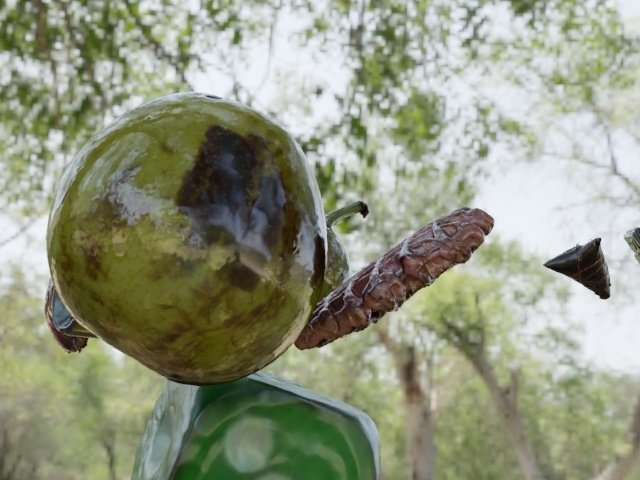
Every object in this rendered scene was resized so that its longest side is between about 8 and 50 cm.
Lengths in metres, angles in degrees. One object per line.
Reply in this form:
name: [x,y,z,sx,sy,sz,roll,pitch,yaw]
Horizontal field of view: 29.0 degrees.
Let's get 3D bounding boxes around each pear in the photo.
pear: [-0.119,-0.004,1.188,0.283,0.284,0.283,4,-11,1]

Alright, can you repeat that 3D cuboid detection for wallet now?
wallet: [0.492,0.022,1.875,0.026,0.088,0.129,-35,-6,5]

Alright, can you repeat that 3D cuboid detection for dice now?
dice: [-0.104,0.342,1.823,0.300,0.297,0.287,21,-2,-18]

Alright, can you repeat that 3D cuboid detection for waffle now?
waffle: [0.077,0.037,1.307,0.234,0.055,0.221,-32,0,-32]

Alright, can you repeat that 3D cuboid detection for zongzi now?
zongzi: [0.318,0.022,1.465,0.083,0.067,0.073,17,-44,-29]

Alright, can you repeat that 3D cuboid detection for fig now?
fig: [0.000,0.000,1.823,0.151,0.259,0.151,19,-37,15]

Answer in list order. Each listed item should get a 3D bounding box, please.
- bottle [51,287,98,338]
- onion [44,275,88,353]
bottle: [-0.169,0.086,1.457,0.286,0.082,0.082,10,-13,-36]
onion: [-0.254,0.021,1.633,0.227,0.120,0.283,-34,6,48]
